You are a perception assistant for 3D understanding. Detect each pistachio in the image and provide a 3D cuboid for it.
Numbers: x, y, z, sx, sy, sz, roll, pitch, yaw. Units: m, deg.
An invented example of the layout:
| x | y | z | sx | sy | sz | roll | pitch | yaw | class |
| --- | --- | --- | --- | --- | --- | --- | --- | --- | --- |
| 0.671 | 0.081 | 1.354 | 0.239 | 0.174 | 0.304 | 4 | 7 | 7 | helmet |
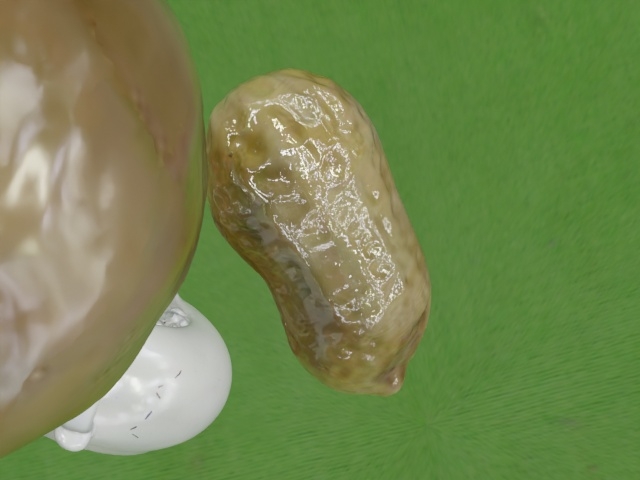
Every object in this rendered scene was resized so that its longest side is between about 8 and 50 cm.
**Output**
| x | y | z | sx | sy | sz | roll | pitch | yaw | class |
| --- | --- | --- | --- | --- | --- | --- | --- | --- | --- |
| -0.113 | -0.045 | 0.526 | 0.163 | 0.260 | 0.212 | 13 | 115 | -10 | pistachio |

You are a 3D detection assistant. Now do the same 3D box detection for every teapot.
| x | y | z | sx | sy | sz | roll | pitch | yaw | class |
| --- | --- | --- | --- | --- | --- | --- | --- | --- | --- |
| -0.162 | 0.077 | 1.278 | 0.208 | 0.300 | 0.165 | 30 | 90 | -9 | teapot |

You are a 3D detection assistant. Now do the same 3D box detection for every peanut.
| x | y | z | sx | sy | sz | roll | pitch | yaw | class |
| --- | --- | --- | --- | --- | --- | --- | --- | --- | --- |
| 0.000 | 0.000 | 1.056 | 0.120 | 0.110 | 0.236 | -11 | 123 | 18 | peanut |
